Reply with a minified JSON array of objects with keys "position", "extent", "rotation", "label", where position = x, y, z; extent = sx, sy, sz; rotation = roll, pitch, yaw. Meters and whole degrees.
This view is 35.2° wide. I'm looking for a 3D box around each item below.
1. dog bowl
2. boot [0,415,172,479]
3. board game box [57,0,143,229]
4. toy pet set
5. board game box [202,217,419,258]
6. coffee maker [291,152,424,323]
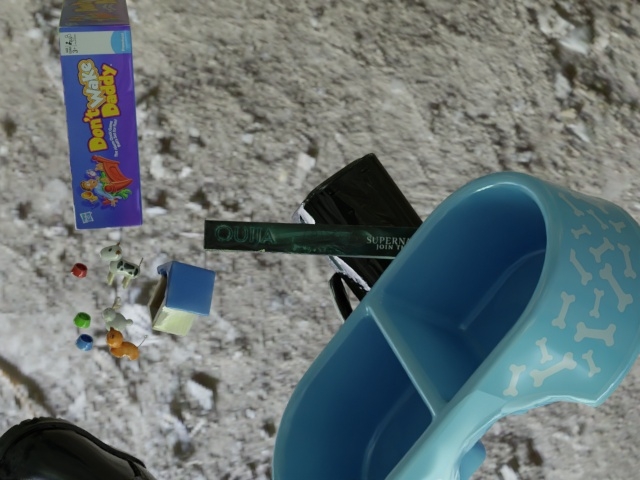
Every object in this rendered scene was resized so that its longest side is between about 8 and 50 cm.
[{"position":[0.075,0.084,0.637],"extent":[0.297,0.074,0.166],"rotation":[-53,31,14],"label":"dog bowl"},{"position":[-0.203,0.279,1.056],"extent":[0.207,0.246,0.094],"rotation":[22,81,34],"label":"boot"},{"position":[-0.276,-0.184,1.271],"extent":[0.078,0.347,0.233],"rotation":[-4,112,-11],"label":"board game box"},{"position":[-0.155,0.045,0.896],"extent":[0.065,0.114,0.122],"rotation":[-61,29,25],"label":"toy pet set"},{"position":[0.000,0.000,0.804],"extent":[0.186,0.126,0.026],"rotation":[3,89,-7],"label":"board game box"},{"position":[0.070,0.001,1.063],"extent":[0.178,0.120,0.171],"rotation":[52,135,2],"label":"coffee maker"}]
